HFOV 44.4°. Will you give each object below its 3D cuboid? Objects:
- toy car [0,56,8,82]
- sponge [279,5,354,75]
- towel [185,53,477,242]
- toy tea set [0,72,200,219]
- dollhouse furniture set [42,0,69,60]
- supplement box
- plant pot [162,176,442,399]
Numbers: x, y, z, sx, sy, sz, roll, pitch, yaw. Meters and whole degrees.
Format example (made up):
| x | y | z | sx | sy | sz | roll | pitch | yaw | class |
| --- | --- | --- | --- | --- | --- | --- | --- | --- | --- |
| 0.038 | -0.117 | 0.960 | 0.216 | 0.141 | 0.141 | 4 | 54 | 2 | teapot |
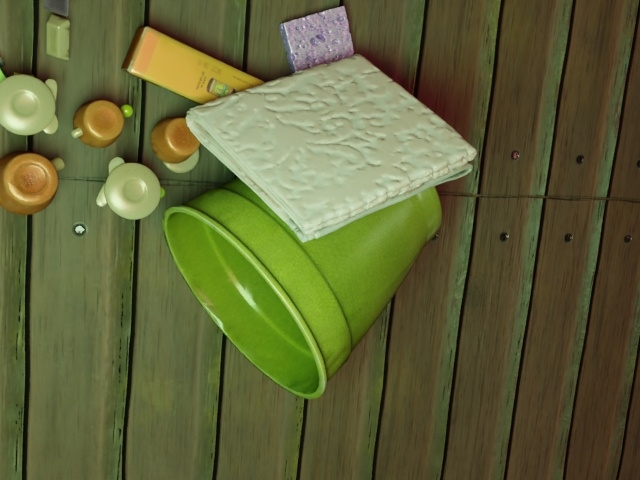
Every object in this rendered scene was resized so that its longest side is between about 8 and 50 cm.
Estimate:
| x | y | z | sx | sy | sz | roll | pitch | yaw | class |
| --- | --- | --- | --- | --- | --- | --- | --- | --- | --- |
| -0.504 | -0.280 | 1.115 | 0.239 | 0.053 | 0.225 | -31 | 115 | -8 | toy car |
| 0.009 | -0.286 | 1.358 | 0.117 | 0.031 | 0.210 | -20 | 109 | -18 | sponge |
| 0.017 | -0.153 | 1.177 | 0.331 | 0.317 | 0.053 | -24 | 143 | -28 | towel |
| -0.349 | -0.128 | 1.205 | 0.336 | 0.124 | 0.200 | 7 | 86 | -28 | toy tea set |
| -0.398 | -0.341 | 1.180 | 0.091 | 0.081 | 0.114 | 20 | 125 | 9 | dollhouse furniture set |
| -0.192 | -0.257 | 1.253 | 0.233 | 0.080 | 0.078 | 22 | 93 | -24 | supplement box |
| 0.000 | 0.000 | 1.267 | 0.353 | 0.366 | 0.367 | -39 | 114 | -23 | plant pot |
